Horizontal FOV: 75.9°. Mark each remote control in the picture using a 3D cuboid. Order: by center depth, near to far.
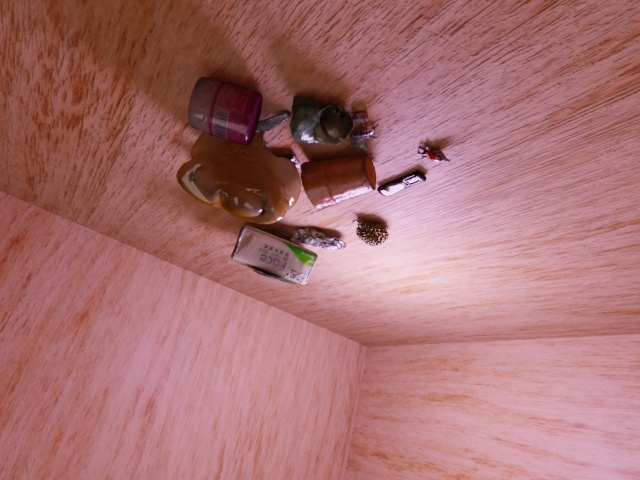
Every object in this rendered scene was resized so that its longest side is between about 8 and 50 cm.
[{"bbox_3d":[0.306,-0.214,1.569,0.059,0.028,0.212,29,151,-30],"label":"remote control"}]

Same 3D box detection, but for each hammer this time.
[{"bbox_3d":[0.135,-0.382,1.327,0.053,0.031,0.083,6,164,26],"label":"hammer"}]

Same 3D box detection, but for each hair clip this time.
[{"bbox_3d":[-0.201,-0.410,1.432,0.229,0.036,0.066,-2,156,31],"label":"hair clip"}]

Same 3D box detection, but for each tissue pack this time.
[{"bbox_3d":[-0.259,0.081,2.191,0.405,0.205,0.332,23,175,-13],"label":"tissue pack"}]

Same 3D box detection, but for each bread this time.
[{"bbox_3d":[-0.285,-0.229,1.493,0.424,0.245,0.328,23,131,3],"label":"bread"}]

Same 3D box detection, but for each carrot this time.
[{"bbox_3d":[0.075,-0.235,1.526,0.255,0.195,0.196,-13,144,26],"label":"carrot"}]

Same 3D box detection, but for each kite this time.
[{"bbox_3d":[-0.238,0.192,2.118,0.314,0.011,0.335,27,168,-39],"label":"kite"}]

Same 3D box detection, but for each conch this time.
[{"bbox_3d":[-0.010,-0.378,1.304,0.188,0.121,0.176,28,131,-29],"label":"conch"}]

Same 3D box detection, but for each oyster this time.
[{"bbox_3d":[0.001,-0.003,2.105,0.252,0.087,0.199,21,164,-24],"label":"oyster"}]

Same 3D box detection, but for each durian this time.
[{"bbox_3d":[0.226,-0.036,1.897,0.208,0.102,0.146,33,155,-27],"label":"durian"}]

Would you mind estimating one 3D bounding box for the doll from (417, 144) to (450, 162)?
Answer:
[{"bbox_3d":[0.381,-0.286,1.375,0.114,0.039,0.057,23,124,13],"label":"doll"}]

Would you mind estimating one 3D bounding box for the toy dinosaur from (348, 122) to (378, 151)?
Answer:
[{"bbox_3d":[0.139,-0.340,1.365,0.082,0.039,0.209,24,164,-13],"label":"toy dinosaur"}]

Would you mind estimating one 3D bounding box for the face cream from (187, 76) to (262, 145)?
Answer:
[{"bbox_3d":[-0.302,-0.414,1.316,0.195,0.175,0.175,17,154,-5],"label":"face cream"}]

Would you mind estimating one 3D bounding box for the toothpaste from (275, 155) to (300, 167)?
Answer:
[{"bbox_3d":[-0.201,-0.310,1.631,0.248,0.046,0.078,3,156,19],"label":"toothpaste"}]
